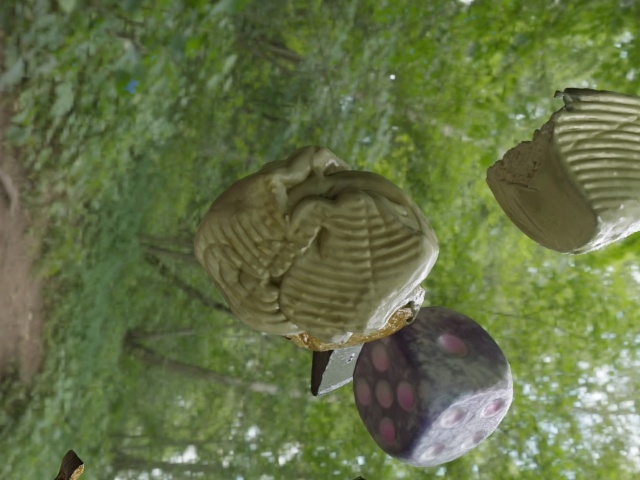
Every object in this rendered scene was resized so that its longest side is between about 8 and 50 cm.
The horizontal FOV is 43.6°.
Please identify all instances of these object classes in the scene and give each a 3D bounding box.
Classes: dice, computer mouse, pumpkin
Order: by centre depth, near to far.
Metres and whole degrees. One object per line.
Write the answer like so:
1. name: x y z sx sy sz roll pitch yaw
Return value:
1. pumpkin: -0.509 0.481 1.612 0.073 0.035 0.101 13 -111 56
2. dice: 0.253 0.332 1.834 0.270 0.270 0.271 55 -43 39
3. computer mouse: 0.051 0.265 1.989 0.087 0.168 0.295 47 -43 31

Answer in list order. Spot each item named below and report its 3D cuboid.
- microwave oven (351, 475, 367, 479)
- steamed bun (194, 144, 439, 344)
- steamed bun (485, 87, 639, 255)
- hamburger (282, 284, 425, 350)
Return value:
1. microwave oven: 0.106 0.505 1.308 0.205 0.129 0.163 23 -78 30
2. steamed bun: 0.002 0.003 1.140 0.276 0.289 0.203 57 10 -5
3. steamed bun: 0.466 -0.110 1.463 0.272 0.290 0.274 140 -65 -68
4. hamburger: 0.046 0.099 1.523 0.318 0.318 0.158 -48 -132 53
